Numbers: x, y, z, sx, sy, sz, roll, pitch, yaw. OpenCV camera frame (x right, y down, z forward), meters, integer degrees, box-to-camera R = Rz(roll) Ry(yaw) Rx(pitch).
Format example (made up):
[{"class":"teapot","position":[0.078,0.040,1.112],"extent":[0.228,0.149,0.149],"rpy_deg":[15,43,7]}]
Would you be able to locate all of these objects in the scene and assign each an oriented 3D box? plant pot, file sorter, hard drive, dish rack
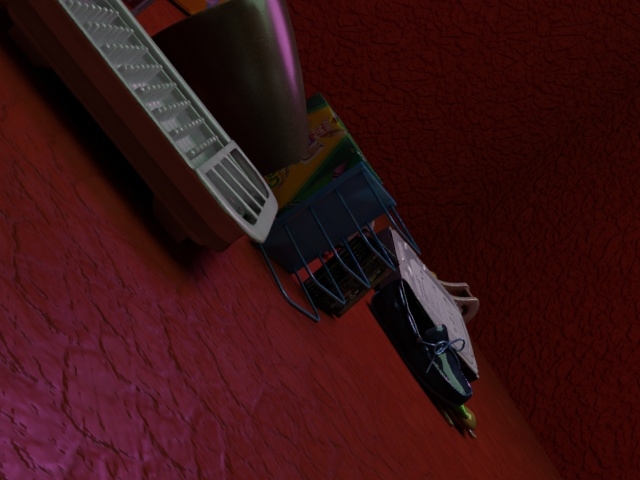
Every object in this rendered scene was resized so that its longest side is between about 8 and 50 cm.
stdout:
[{"class":"plant pot","position":[-0.107,-0.206,1.240],"extent":[0.215,0.215,0.230],"rpy_deg":[-77,144,-80]},{"class":"file sorter","position":[0.025,0.008,1.107],"extent":[0.104,0.170,0.118],"rpy_deg":[61,10,31]},{"class":"hard drive","position":[0.238,0.150,1.984],"extent":[0.339,0.064,0.236],"rpy_deg":[46,22,-34]},{"class":"dish rack","position":[-0.175,-0.129,0.876],"extent":[0.332,0.072,0.285],"rpy_deg":[53,8,-9]}]

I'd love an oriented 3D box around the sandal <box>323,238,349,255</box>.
[{"class":"sandal","position":[0.000,0.000,1.528],"extent":[0.067,0.040,0.179],"rpy_deg":[49,21,8]}]

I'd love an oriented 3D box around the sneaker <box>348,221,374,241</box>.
[{"class":"sneaker","position":[-0.019,-0.141,1.765],"extent":[0.315,0.127,0.182],"rpy_deg":[57,1,-31]}]

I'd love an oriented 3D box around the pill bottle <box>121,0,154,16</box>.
[{"class":"pill bottle","position":[-0.186,-0.466,1.101],"extent":[0.224,0.392,0.224],"rpy_deg":[52,7,-10]}]

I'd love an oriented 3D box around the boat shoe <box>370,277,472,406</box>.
[{"class":"boat shoe","position":[0.191,0.181,1.592],"extent":[0.258,0.089,0.109],"rpy_deg":[50,25,13]}]

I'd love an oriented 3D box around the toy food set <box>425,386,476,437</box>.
[{"class":"toy food set","position":[0.254,0.305,1.661],"extent":[0.132,0.039,0.192],"rpy_deg":[57,8,28]}]

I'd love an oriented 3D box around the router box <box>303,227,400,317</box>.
[{"class":"router box","position":[0.043,0.047,1.222],"extent":[0.038,0.122,0.092],"rpy_deg":[51,5,30]}]

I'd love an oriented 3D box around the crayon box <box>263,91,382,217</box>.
[{"class":"crayon box","position":[-0.016,-0.132,1.504],"extent":[0.081,0.165,0.278],"rpy_deg":[49,8,-32]}]

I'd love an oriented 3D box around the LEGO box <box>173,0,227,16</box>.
[{"class":"LEGO box","position":[-0.185,-0.758,2.025],"extent":[0.193,0.500,0.372],"rpy_deg":[55,7,5]}]

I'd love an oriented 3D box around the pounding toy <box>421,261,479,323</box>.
[{"class":"pounding toy","position":[0.323,0.177,2.229],"extent":[0.269,0.154,0.155],"rpy_deg":[47,9,-37]}]
